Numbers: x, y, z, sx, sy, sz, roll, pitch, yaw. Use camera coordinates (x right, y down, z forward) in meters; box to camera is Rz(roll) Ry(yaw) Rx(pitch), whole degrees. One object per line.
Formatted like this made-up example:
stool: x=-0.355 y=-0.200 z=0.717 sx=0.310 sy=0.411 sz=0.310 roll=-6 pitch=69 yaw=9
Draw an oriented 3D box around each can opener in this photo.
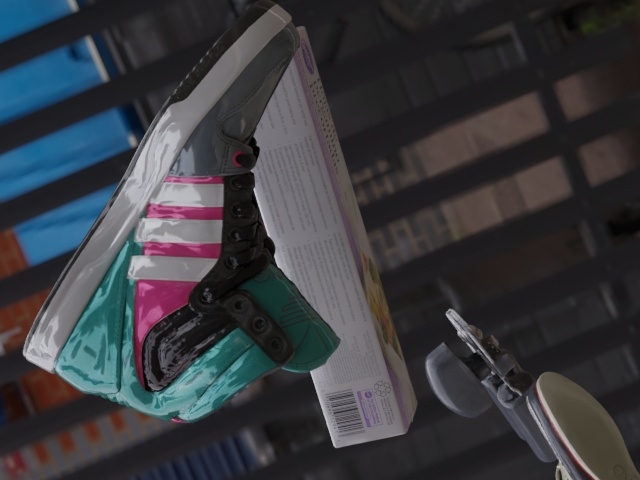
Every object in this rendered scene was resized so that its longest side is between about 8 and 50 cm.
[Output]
can opener: x=0.185 y=0.170 z=1.627 sx=0.076 sy=0.095 sz=0.283 roll=49 pitch=177 yaw=41

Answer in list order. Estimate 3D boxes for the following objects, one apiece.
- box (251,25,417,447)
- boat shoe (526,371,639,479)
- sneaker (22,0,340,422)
box: x=0.000 y=0.000 z=1.166 sx=0.063 sy=0.067 sz=0.324 roll=-56 pitch=-50 yaw=-71
boat shoe: x=0.161 y=0.140 z=0.875 sx=0.137 sy=0.049 sz=0.043 roll=53 pitch=133 yaw=8
sneaker: x=-0.052 y=0.005 z=0.996 sx=0.178 sy=0.295 sz=0.124 roll=33 pitch=-164 yaw=0
